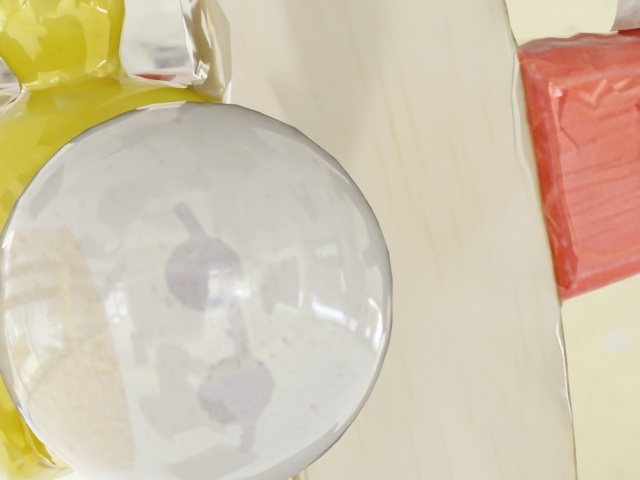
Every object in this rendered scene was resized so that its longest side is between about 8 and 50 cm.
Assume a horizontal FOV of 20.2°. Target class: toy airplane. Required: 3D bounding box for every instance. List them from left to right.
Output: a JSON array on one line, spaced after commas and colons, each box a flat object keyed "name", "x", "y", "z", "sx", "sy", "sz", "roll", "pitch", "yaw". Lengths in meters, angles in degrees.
[{"name": "toy airplane", "x": 0.000, "y": 0.000, "z": 0.475, "sx": 0.386, "sy": 0.384, "sz": 0.272, "roll": 35, "pitch": -173, "yaw": -4}]
